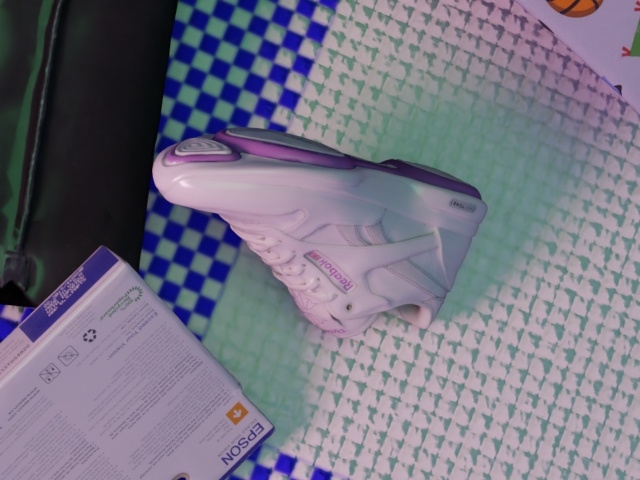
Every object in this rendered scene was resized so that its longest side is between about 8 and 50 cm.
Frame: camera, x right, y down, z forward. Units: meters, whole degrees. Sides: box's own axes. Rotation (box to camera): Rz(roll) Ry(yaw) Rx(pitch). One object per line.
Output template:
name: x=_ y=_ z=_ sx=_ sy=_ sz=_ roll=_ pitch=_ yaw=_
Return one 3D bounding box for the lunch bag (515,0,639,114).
lunch bag: x=0.284 y=-0.323 z=1.579 sx=0.328 sy=0.239 sz=0.385 roll=44 pitch=39 yaw=-3

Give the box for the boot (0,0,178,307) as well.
boot: x=-0.130 y=-0.148 z=1.544 sx=0.367 sy=0.146 sz=0.445 roll=12 pitch=81 yaw=-12

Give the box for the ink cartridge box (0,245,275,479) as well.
ink cartridge box: x=-0.176 y=0.150 z=1.510 sx=0.223 sy=0.045 sz=0.224 roll=-44 pitch=128 yaw=-7

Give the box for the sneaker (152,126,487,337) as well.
sneaker: x=0.000 y=0.000 z=1.529 sx=0.305 sy=0.114 sz=0.152 roll=12 pitch=99 yaw=-36
